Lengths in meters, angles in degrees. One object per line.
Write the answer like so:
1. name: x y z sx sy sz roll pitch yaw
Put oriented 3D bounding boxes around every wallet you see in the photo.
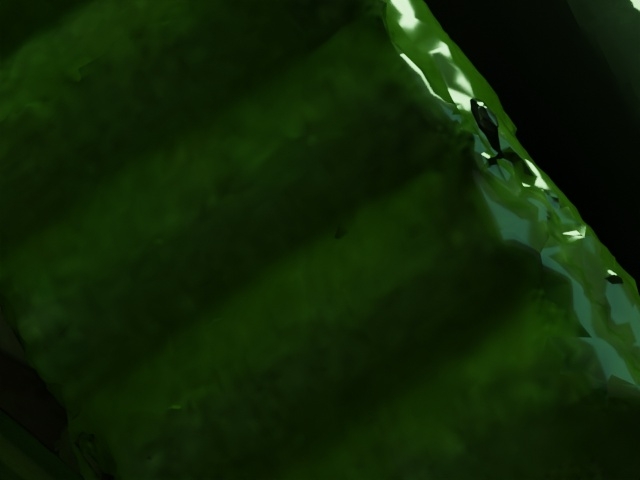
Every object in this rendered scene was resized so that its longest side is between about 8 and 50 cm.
1. wallet: 0.105 -0.102 0.813 0.228 0.062 0.406 95 -26 -58

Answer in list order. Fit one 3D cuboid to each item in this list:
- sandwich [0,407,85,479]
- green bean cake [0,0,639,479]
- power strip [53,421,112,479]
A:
1. sandwich: -0.115 0.077 0.564 0.074 0.074 0.116 19 46 -65
2. green bean cake: 0.000 0.000 0.622 0.319 0.218 0.335 55 -2 12
3. power strip: -0.057 0.146 0.695 0.169 0.028 0.076 47 22 -37
